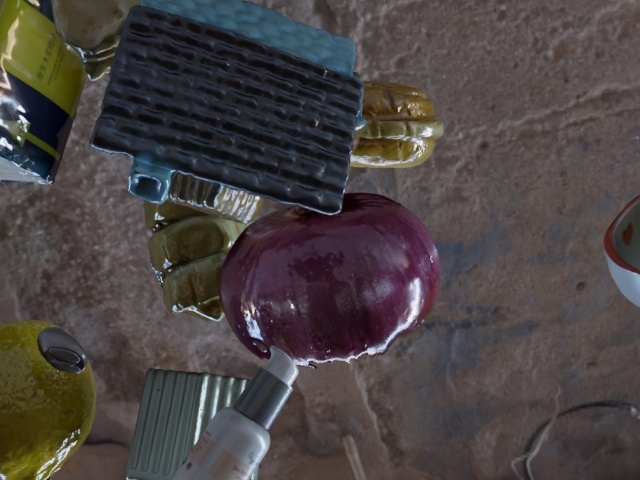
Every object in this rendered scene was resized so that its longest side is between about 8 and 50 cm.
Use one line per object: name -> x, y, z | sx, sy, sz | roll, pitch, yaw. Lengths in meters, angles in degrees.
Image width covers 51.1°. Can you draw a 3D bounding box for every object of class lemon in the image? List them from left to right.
lemon -> -0.521, 0.282, 1.173 | 0.253, 0.253, 0.310 | -19, -111, -3

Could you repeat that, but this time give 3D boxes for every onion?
onion -> 0.020, 0.033, 1.079 | 0.358, 0.345, 0.358 | 12, -159, -5

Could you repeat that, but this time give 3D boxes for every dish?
dish -> 0.528, 0.030, 0.919 | 0.256, 0.117, 0.256 | -14, -148, 9

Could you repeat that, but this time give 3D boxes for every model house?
model house -> -0.085, -0.090, 0.678 | 0.261, 0.226, 0.241 | 14, -141, -15

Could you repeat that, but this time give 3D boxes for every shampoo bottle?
shampoo bottle -> -0.087, 0.215, 0.763 | 0.074, 0.074, 0.192 | 19, -113, 45

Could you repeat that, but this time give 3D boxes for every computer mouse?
computer mouse -> -0.414, 0.177, 1.063 | 0.096, 0.066, 0.039 | 30, -140, 24

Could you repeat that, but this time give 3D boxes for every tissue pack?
tissue pack -> -0.576, -0.323, 1.184 | 0.264, 0.253, 0.417 | 6, -103, 24

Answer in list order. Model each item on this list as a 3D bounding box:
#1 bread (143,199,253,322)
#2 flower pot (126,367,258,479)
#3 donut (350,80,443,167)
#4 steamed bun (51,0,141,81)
bread -> -0.249, -0.005, 1.357 | 0.210, 0.341, 0.300 | -15, -172, 5
flower pot -> -0.205, 0.330, 1.165 | 0.209, 0.239, 0.190 | -20, -123, 56
donut -> 0.075, -0.281, 1.619 | 0.448, 0.198, 0.449 | 2, -171, 0
steamed bun -> -0.216, -0.436, 0.969 | 0.428, 0.247, 0.189 | -41, 177, 11
